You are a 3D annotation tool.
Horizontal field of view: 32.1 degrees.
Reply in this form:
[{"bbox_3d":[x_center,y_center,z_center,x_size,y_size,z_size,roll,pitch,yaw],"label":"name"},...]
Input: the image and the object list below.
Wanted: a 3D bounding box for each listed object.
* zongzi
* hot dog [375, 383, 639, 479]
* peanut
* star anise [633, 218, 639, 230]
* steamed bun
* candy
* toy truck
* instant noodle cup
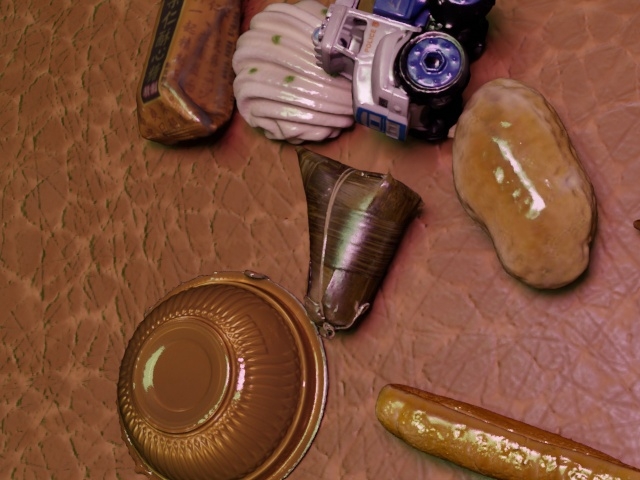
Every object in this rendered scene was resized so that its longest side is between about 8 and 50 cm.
[{"bbox_3d":[0.000,0.000,1.226,0.184,0.084,0.187,25,90,42],"label":"zongzi"},{"bbox_3d":[0.183,0.204,1.077,0.285,0.088,0.061,16,87,29],"label":"hot dog"},{"bbox_3d":[0.203,-0.058,1.124,0.129,0.129,0.224,-27,66,14],"label":"peanut"},{"bbox_3d":[0.384,-0.013,1.068,0.167,0.057,0.168,-7,71,21],"label":"star anise"},{"bbox_3d":[-0.024,-0.197,1.273,0.182,0.106,0.183,-8,70,22],"label":"steamed bun"},{"bbox_3d":[-0.152,-0.245,1.340,0.143,0.101,0.271,-10,66,50],"label":"candy"},{"bbox_3d":[0.085,-0.219,1.173,0.177,0.161,0.213,18,78,6],"label":"toy truck"},{"bbox_3d":[-0.132,0.152,1.224,0.274,0.091,0.274,-7,72,22],"label":"instant noodle cup"}]
